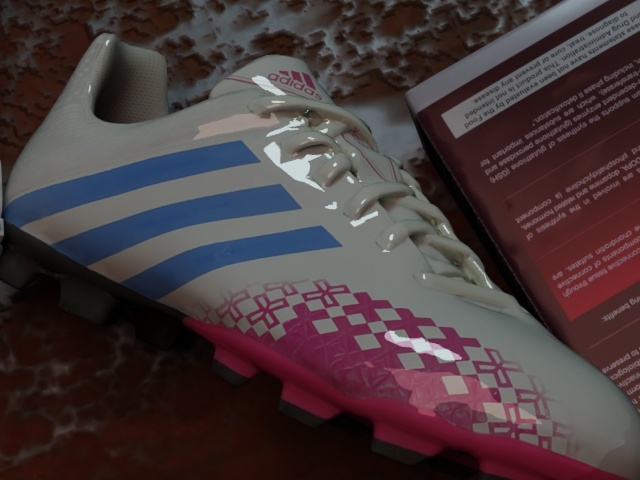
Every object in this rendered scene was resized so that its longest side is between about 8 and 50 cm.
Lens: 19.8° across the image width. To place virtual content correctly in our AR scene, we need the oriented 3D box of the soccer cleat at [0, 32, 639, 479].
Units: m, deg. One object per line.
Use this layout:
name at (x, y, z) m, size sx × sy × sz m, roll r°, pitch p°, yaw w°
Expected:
soccer cleat at (0.000, 0.000, 0.770) m, size 0.331 × 0.116 × 0.143 m, roll 21°, pitch 87°, yaw 30°

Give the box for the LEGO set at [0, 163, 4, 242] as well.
LEGO set at (-0.189, -0.092, 0.841) m, size 0.087 × 0.093 × 0.227 m, roll 5°, pitch 58°, yaw -22°

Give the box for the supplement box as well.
supplement box at (0.152, 0.009, 0.797) m, size 0.130 × 0.073 × 0.239 m, roll -30°, pitch 68°, yaw 0°
